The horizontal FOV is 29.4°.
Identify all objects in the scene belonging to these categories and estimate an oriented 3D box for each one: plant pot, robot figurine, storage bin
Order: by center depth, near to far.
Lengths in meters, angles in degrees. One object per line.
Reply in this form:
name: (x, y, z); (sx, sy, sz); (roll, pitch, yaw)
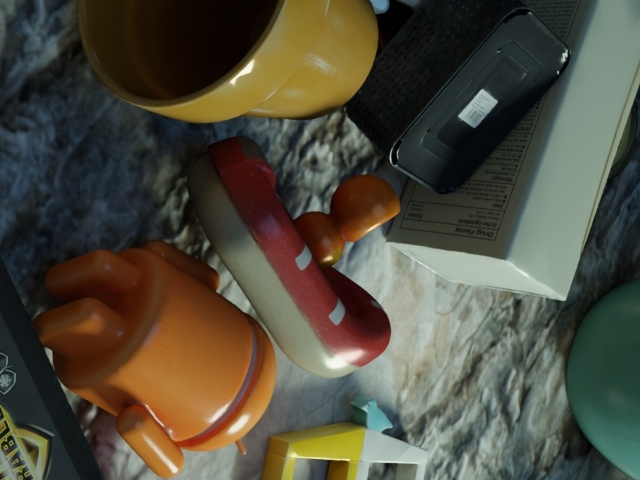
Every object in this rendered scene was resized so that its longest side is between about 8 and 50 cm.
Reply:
plant pot: (-0.053, -0.180, 0.963); (0.188, 0.205, 0.205); (18, 84, -56)
robot figurine: (-0.123, 0.091, 0.968); (0.128, 0.158, 0.219); (-47, 128, 8)
storage bin: (0.124, -0.145, 1.111); (0.180, 0.084, 0.122); (-49, 143, 12)
plant pot: (0.425, 0.160, 1.381); (0.293, 0.235, 0.293); (-7, 101, -40)

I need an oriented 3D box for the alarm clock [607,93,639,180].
alarm clock: (0.302, -0.147, 1.348); (0.129, 0.064, 0.192); (43, 71, -36)

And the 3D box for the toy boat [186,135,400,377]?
toy boat: (0.000, 0.000, 1.028); (0.151, 0.151, 0.231); (-31, 120, 1)

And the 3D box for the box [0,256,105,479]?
box: (-0.327, 0.135, 0.836); (0.293, 0.073, 0.296); (-34, 116, -34)

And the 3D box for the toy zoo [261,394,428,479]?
toy zoo: (0.014, 0.295, 1.176); (0.192, 0.030, 0.293); (11, 88, -41)

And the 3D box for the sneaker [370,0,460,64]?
sneaker: (0.032, -0.272, 1.069); (0.290, 0.106, 0.123); (48, 63, -35)

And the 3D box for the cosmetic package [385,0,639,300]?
cosmetic package: (0.201, -0.110, 1.204); (0.113, 0.160, 0.310); (29, 78, -40)
